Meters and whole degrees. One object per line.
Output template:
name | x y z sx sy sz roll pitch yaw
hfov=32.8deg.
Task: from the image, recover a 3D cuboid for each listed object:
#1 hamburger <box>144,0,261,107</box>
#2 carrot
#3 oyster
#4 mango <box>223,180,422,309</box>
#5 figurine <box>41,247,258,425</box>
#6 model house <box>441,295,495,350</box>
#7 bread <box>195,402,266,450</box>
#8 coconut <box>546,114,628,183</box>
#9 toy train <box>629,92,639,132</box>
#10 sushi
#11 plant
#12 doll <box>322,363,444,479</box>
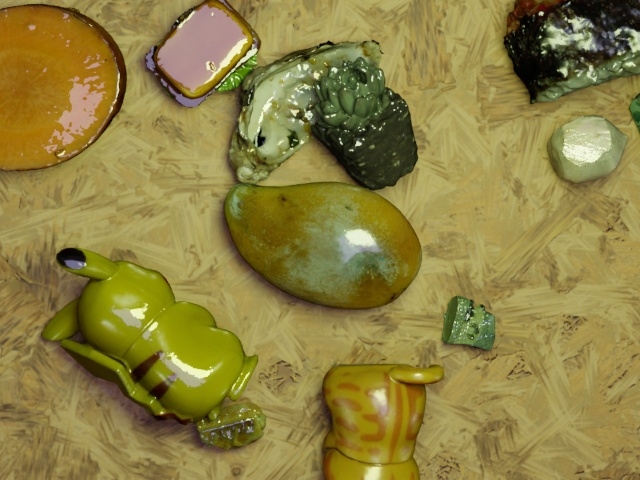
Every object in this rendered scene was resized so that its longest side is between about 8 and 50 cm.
hamburger | -0.177 -0.284 1.671 0.166 0.087 0.137 -42 95 -3
carrot | -0.446 -0.230 1.638 0.307 0.100 0.258 -12 89 -4
oyster | -0.029 -0.216 1.699 0.294 0.094 0.166 -28 113 -15
mango | 0.000 0.000 1.667 0.316 0.146 0.193 17 92 -2
figurine | -0.264 0.148 1.635 0.326 0.218 0.169 43 46 2
model house | 0.243 0.133 1.735 0.083 0.066 0.079 13 91 -8
bread | -0.138 0.292 1.701 0.110 0.060 0.066 -14 63 -7
coconut | 0.429 -0.148 1.729 0.124 0.110 0.110 -21 93 0
toy train | 0.614 -0.121 1.729 0.129 0.159 0.326 -25 90 -8
sushi | 0.464 -0.338 1.689 0.343 0.196 0.182 -20 99 -5
plant | 0.065 -0.174 1.647 0.132 0.129 0.194 -43 131 -12
doll | 0.084 0.306 1.678 0.166 0.162 0.270 1 101 -21
